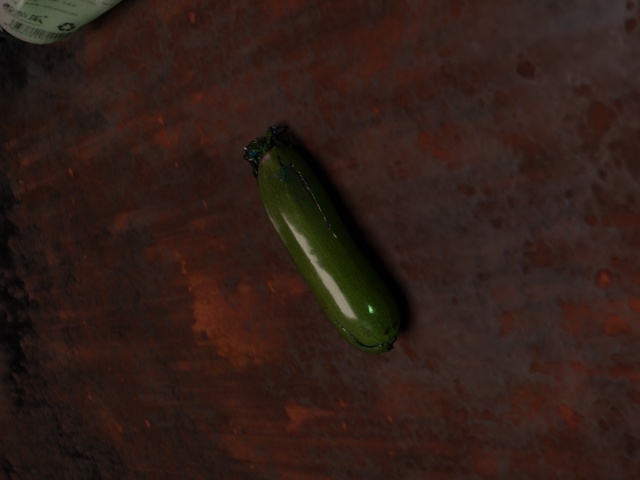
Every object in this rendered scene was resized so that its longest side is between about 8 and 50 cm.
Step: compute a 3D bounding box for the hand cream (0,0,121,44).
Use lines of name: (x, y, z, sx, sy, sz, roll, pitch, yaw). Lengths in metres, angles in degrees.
hand cream: (-0.161, -0.215, 0.673, 0.336, 0.121, 0.076, -11, 77, 52)

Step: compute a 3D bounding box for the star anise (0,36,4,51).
star anise: (-0.301, -0.225, 0.838, 0.141, 0.042, 0.141, 175, 90, -76)

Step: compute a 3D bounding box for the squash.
squash: (0.000, 0.000, 0.659, 0.052, 0.052, 0.183, -40, 76, 49)
